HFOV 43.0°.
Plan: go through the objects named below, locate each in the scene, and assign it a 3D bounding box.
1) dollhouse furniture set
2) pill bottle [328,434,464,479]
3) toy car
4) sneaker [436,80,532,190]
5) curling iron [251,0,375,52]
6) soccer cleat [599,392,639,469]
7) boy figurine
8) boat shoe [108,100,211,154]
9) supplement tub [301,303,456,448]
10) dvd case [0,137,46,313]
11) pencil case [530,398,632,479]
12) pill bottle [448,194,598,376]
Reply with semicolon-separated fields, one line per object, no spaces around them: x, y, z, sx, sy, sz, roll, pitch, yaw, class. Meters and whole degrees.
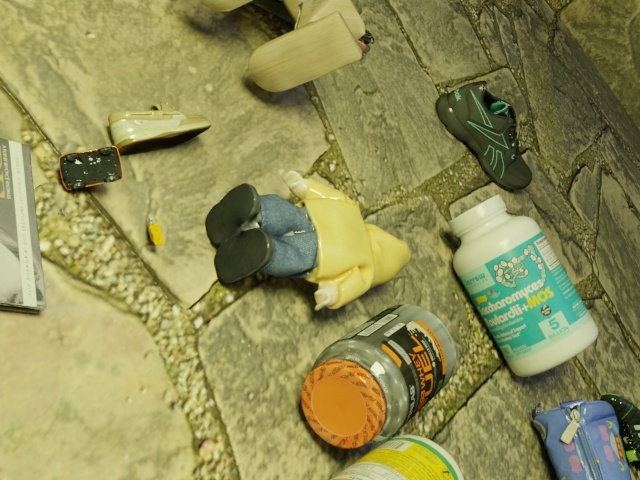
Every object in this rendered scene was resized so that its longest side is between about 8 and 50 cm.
-0.126;-0.435;1.080;0.394;0.256;0.362;54;30;-36;dollhouse furniture set
0.049;0.273;0.776;0.208;0.117;0.118;-12;73;-56;pill bottle
-0.206;-0.039;0.791;0.122;0.060;0.040;64;-15;-20;toy car
0.338;-0.197;1.557;0.267;0.106;0.101;40;36;-28;sneaker
-0.013;-0.346;1.286;0.274;0.035;0.068;2;40;-47;curling iron
0.550;0.347;1.431;0.179;0.060;0.072;52;46;-10;soccer cleat
0.000;0.000;0.962;0.285;0.092;0.177;9;56;-51;boy figurine
-0.172;-0.127;0.877;0.135;0.050;0.045;-22;87;-57;boat shoe
0.066;0.149;0.900;0.190;0.117;0.117;-24;83;-57;supplement tub
-0.323;-0.031;0.630;0.221;0.018;0.165;15;52;-47;dvd case
0.390;0.368;1.140;0.133;0.119;0.306;55;23;-53;pencil case
0.301;0.065;1.253;0.146;0.146;0.264;-21;80;-57;pill bottle
